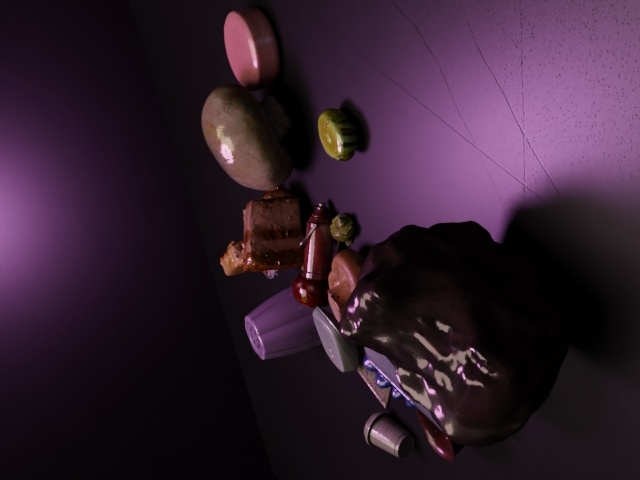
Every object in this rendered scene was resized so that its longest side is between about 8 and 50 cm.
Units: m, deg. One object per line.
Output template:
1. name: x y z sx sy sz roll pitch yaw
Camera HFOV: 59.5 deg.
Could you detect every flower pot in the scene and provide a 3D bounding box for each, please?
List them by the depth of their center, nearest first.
1. flower pot: -0.155 0.342 2.201 0.265 0.243 0.265 50 153 37

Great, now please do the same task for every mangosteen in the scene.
1. mangosteen: -0.007 0.139 1.868 0.145 0.181 0.156 28 179 -13

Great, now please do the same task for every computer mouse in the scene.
1. computer mouse: 0.064 0.324 1.861 0.159 0.097 0.288 46 160 44

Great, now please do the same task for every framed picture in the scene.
1. framed picture: 0.180 0.424 1.825 0.173 0.010 0.231 50 150 38

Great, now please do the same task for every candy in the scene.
1. candy: -0.215 -0.591 1.724 0.255 0.094 0.255 48 150 40

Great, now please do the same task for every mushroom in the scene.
1. mushroom: 0.096 0.161 1.621 0.278 0.146 0.278 166 90 -75
2. mushroom: -0.215 -0.326 1.743 0.352 0.260 0.352 54 180 0

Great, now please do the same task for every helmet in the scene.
1. helmet: 0.328 0.468 1.421 0.155 0.106 0.175 43 151 51

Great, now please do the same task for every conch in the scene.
1. conch: 0.066 -0.034 1.640 0.121 0.074 0.089 64 -176 -54

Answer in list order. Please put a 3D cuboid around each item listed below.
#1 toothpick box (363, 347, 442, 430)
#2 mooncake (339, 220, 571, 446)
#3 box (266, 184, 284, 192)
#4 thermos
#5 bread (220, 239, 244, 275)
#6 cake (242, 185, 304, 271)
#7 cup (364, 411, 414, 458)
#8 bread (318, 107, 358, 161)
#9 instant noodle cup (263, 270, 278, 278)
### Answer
1. toothpick box: 0.235 0.248 1.251 0.354 0.263 0.263 36 141 54
2. mooncake: 0.244 0.129 0.992 0.381 0.350 0.212 27 134 18
3. box: -0.176 -0.228 2.029 0.121 0.030 0.193 10 118 64
4. thermos: 0.002 0.000 1.723 0.124 0.099 0.232 9 100 20
5. bread: -0.312 0.062 2.380 0.114 0.184 0.274 71 158 9
6. cake: -0.164 -0.045 1.876 0.196 0.198 0.293 143 125 -79
7. cup: 0.222 0.623 1.788 0.141 0.120 0.120 14 123 49
8. bread: 0.048 -0.273 1.449 0.139 0.071 0.130 45 144 46
9. instant noodle cup: -0.162 0.037 2.098 0.208 0.125 0.178 54 154 30
